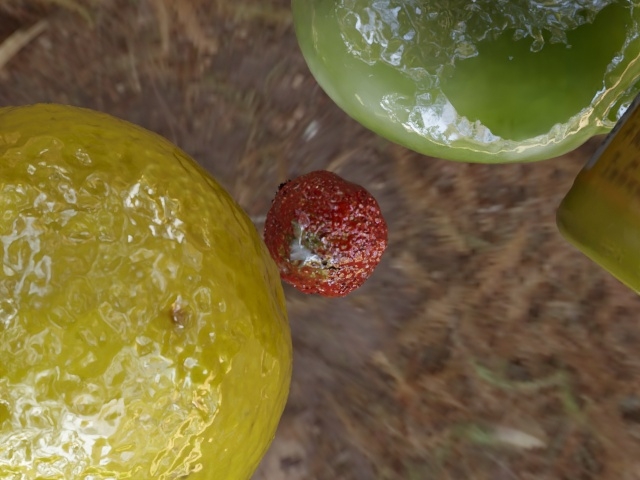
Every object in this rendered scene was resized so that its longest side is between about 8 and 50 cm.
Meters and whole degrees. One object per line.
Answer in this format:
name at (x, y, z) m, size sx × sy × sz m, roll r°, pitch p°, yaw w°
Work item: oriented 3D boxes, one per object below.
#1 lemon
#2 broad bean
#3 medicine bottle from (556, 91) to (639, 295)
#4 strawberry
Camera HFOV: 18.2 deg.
lemon at (-0.136, 0.044, 1.026) m, size 0.228 × 0.228 × 0.253 m, roll -44°, pitch 125°, yaw -3°
broad bean at (0.118, -0.163, 1.422) m, size 0.291 × 0.119 × 0.238 m, roll -1°, pitch 67°, yaw -19°
medicine bottle at (0.337, -0.098, 1.205) m, size 0.224 × 0.224 × 0.384 m, roll 36°, pitch 92°, yaw -2°
strawberry at (0.001, 0.000, 1.510) m, size 0.106 × 0.106 × 0.106 m, roll 0°, pitch 90°, yaw -3°
